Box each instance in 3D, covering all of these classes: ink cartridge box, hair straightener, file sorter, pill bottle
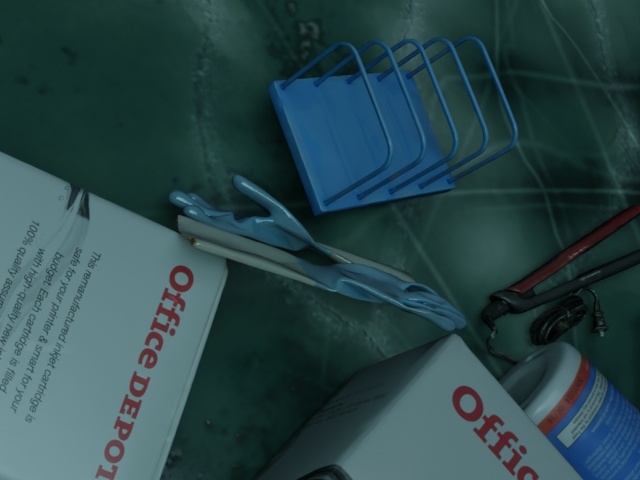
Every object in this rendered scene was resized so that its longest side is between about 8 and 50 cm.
[{"bbox_3d":[0.036,0.302,0.838,0.285,0.166,0.395,49,58,-5],"label":"ink cartridge box"},{"bbox_3d":[0.237,0.050,1.094,0.230,0.047,0.089,-29,86,-31],"label":"hair straightener"},{"bbox_3d":[0.065,-0.104,1.012,0.170,0.104,0.118,-12,77,-42],"label":"file sorter"},{"bbox_3d":[-0.236,0.058,0.818,0.289,0.121,0.211,26,63,-16],"label":"ink cartridge box"},{"bbox_3d":[0.237,0.200,0.997,0.221,0.124,0.124,43,60,-5],"label":"pill bottle"}]

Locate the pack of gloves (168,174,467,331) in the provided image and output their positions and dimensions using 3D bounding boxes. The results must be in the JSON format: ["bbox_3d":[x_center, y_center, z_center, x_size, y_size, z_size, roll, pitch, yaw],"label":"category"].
[{"bbox_3d":[0.000,0.000,0.917,0.232,0.195,0.046,19,96,-19],"label":"pack of gloves"}]
